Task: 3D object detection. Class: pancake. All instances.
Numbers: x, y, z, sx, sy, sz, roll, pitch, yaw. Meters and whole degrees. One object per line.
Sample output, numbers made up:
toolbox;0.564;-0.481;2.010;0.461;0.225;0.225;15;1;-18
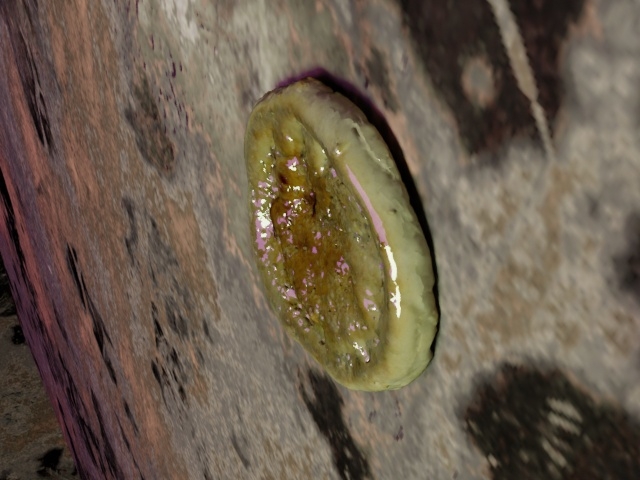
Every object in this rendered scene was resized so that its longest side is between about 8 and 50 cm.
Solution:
pancake;0.001;0.000;0.392;0.151;0.025;0.151;45;146;43
